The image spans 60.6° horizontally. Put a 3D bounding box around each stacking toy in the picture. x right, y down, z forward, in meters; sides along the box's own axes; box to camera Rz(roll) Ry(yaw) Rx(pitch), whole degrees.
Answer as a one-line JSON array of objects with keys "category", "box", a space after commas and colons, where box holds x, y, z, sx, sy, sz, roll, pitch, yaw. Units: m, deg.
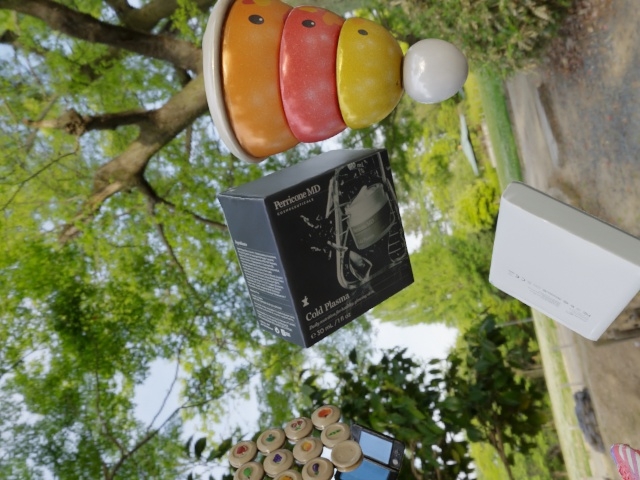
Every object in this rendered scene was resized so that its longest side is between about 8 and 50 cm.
[{"category": "stacking toy", "box": [0.045, -0.331, 1.083, 0.351, 0.480, 0.350, 1, -90, -74]}]

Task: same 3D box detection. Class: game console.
[{"category": "game console", "box": [0.101, 0.454, 1.128, 0.071, 0.122, 0.107, -28, -50, -62]}]

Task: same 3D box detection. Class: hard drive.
[{"category": "hard drive", "box": [0.414, 0.050, 0.952, 0.047, 0.233, 0.353, -52, -26, -13]}]

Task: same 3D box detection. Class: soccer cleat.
[{"category": "soccer cleat", "box": [0.728, 0.552, 1.238, 0.248, 0.095, 0.083, -122, 7, -70]}]

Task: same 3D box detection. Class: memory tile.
[{"category": "memory tile", "box": [-0.032, 0.251, 0.641, 0.113, 0.148, 0.012, -131, 23, -63]}]

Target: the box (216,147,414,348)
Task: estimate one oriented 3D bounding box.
[{"category": "box", "box": [0.000, 0.000, 1.732, 0.480, 0.297, 0.471, -27, -69, -32]}]
